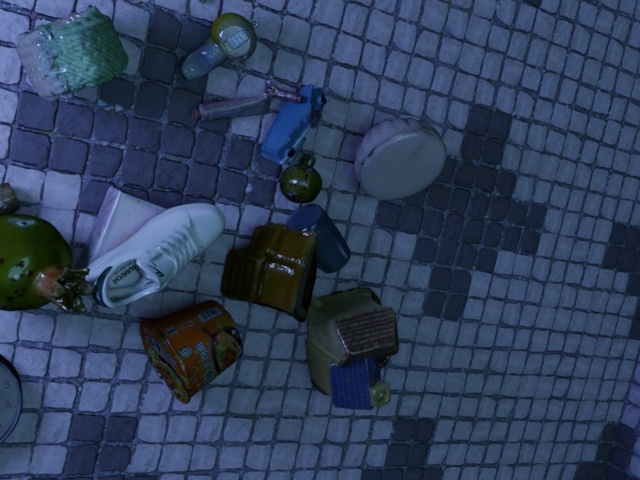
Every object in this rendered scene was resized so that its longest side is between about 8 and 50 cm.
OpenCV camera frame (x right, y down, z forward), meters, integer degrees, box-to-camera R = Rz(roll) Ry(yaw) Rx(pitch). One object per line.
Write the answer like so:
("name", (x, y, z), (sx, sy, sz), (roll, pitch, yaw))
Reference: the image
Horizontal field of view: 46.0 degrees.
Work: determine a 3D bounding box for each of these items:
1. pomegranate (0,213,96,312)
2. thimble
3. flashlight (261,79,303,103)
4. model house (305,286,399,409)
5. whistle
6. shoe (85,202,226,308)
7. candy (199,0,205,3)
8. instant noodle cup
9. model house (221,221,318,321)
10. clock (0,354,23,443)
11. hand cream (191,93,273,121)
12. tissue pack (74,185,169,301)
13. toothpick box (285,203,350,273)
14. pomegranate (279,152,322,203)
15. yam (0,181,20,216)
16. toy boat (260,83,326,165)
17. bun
("pomegranate", (-0.632, 0.055, 1.606), (0.230, 0.285, 0.231), (-12, 109, -39))
("thimble", (-0.529, -0.395, 1.597), (0.219, 0.219, 0.150), (-31, 117, -20))
("flashlight", (-0.097, -0.372, 1.920), (0.031, 0.110, 0.052), (5, 103, -75))
("model house", (0.120, 0.311, 2.105), (0.261, 0.266, 0.322), (-12, 107, -22))
("whistle", (-0.243, -0.468, 1.821), (0.223, 0.123, 0.123), (-34, 118, 6))
("shoe", (-0.355, 0.034, 1.685), (0.362, 0.160, 0.132), (-32, 116, -18))
("candy", (-0.126, -0.719, 1.829), (0.440, 0.119, 0.119), (-40, 118, -6))
("instant noodle cup", (-0.316, 0.262, 1.885), (0.182, 0.230, 0.230), (-29, 115, -31))
("model house", (-0.131, 0.076, 1.971), (0.239, 0.173, 0.268), (15, 99, 11))
("clock", (-0.822, 0.371, 1.712), (0.280, 0.055, 0.281), (-8, 106, -28))
("hand cream", (-0.219, -0.331, 1.885), (0.209, 0.043, 0.067), (-12, 146, -27))
("tissue pack", (-0.449, 0.009, 1.793), (0.184, 0.124, 0.225), (22, 90, -29))
("toothpick box", (0.000, 0.000, 2.045), (0.120, 0.120, 0.184), (-47, 122, -11))
("pomegranate", (-0.048, -0.166, 1.993), (0.114, 0.114, 0.142), (34, 57, -31))
("yam", (-0.823, -0.011, 1.610), (0.371, 0.083, 0.083), (-34, 116, -19))
("toy boat", (-0.058, -0.299, 1.958), (0.238, 0.109, 0.098), (-59, 151, -8))
("bun", (0.204, -0.254, 2.082), (0.263, 0.175, 0.263), (-12, 142, -9))
